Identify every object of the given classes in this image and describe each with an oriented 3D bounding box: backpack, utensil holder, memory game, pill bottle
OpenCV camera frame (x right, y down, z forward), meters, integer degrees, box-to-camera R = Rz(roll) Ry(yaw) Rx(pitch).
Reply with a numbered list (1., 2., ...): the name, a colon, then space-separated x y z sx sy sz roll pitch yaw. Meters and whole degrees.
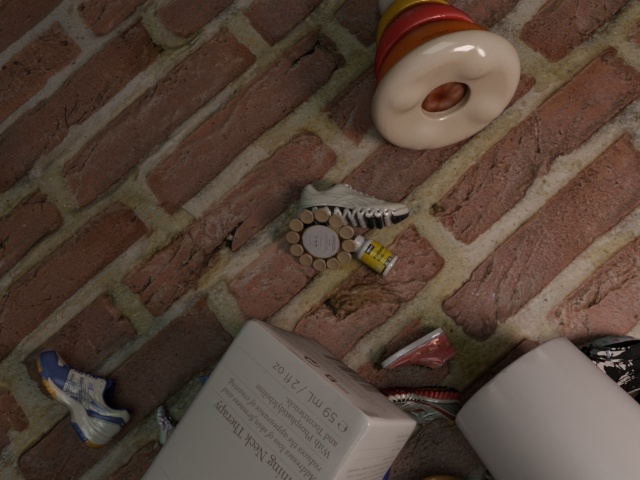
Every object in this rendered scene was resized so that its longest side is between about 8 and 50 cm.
1. backpack: 0.669 0.282 1.028 0.182 0.115 0.151 -20 91 2
2. utensil holder: 0.505 0.427 0.860 0.328 0.327 0.385 -36 55 0
3. memory game: 0.000 0.000 1.144 0.187 0.012 0.186 7 121 12
4. pill bottle: 0.135 0.036 1.153 0.116 0.065 0.065 34 86 11

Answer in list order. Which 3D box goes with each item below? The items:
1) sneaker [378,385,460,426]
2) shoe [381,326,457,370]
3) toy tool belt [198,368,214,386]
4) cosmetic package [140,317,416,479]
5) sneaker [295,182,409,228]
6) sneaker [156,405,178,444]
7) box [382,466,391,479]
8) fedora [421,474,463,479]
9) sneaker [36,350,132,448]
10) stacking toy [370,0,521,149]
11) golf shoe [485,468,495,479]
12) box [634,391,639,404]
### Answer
1. sneaker: 0.221 0.402 1.073 0.226 0.088 0.092 -1 82 7
2. shoe: 0.242 0.290 1.100 0.178 0.063 0.081 -29 74 -3
3. toy tool belt: -0.282 0.373 1.153 0.052 0.051 0.083 -32 79 1
4. cosmetic package: -0.070 0.436 0.934 0.330 0.327 0.393 31 86 33
5. sneaker: 0.083 -0.094 1.165 0.293 0.110 0.118 2 72 6
6. sneaker: -0.383 0.473 1.159 0.069 0.038 0.098 -10 89 3
7. box: 0.062 0.517 1.098 0.226 0.036 0.136 14 83 9
8. fedora: 0.279 0.627 1.035 0.195 0.079 0.194 0 81 0
9. sneaker: -0.614 0.390 1.177 0.131 0.112 0.296 -40 80 -18
10. stacking toy: 0.259 -0.507 1.144 0.351 0.350 0.479 -13 63 4
11. golf shoe: 0.505 0.599 1.018 0.273 0.105 0.120 11 103 10
12. box: 0.759 0.448 0.994 0.153 0.108 0.207 40 88 11
